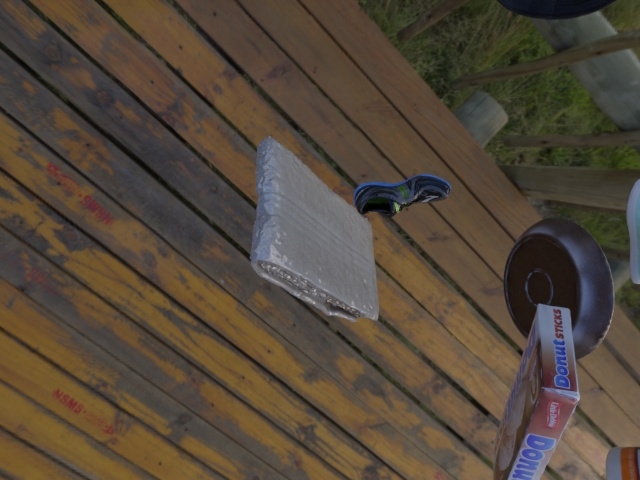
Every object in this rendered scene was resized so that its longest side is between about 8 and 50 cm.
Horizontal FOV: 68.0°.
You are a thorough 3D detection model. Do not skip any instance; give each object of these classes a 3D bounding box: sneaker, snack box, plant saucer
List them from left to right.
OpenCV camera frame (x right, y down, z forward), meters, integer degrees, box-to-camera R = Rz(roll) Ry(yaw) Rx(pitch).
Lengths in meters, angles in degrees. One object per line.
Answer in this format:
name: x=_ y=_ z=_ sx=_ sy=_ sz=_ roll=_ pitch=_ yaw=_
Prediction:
sneaker: x=0.157 y=-0.079 z=0.920 sx=0.188 sy=0.078 sz=0.067 roll=-6 pitch=138 yaw=14
snack box: x=0.144 y=0.128 z=0.330 sx=0.022 sy=0.064 sz=0.178 roll=8 pitch=132 yaw=16
plant saucer: x=0.491 y=0.104 z=1.032 sx=0.050 sy=0.310 sz=0.310 roll=0 pitch=101 yaw=-14
sneaker: x=0.815 y=-0.022 z=1.110 sx=0.094 sy=0.151 sz=0.255 roll=-11 pitch=96 yaw=-39

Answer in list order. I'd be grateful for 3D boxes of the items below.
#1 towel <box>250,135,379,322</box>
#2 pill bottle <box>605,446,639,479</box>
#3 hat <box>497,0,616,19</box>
towel: x=0.000 y=0.000 z=0.667 sx=0.049 sy=0.187 sz=0.282 roll=-20 pitch=146 yaw=27
pill bottle: x=0.675 y=0.424 z=0.706 sx=0.392 sy=0.224 sz=0.224 roll=-19 pitch=110 yaw=35
hat: x=0.476 y=-0.599 z=0.922 sx=0.331 sy=0.134 sz=0.331 roll=7 pitch=106 yaw=27
